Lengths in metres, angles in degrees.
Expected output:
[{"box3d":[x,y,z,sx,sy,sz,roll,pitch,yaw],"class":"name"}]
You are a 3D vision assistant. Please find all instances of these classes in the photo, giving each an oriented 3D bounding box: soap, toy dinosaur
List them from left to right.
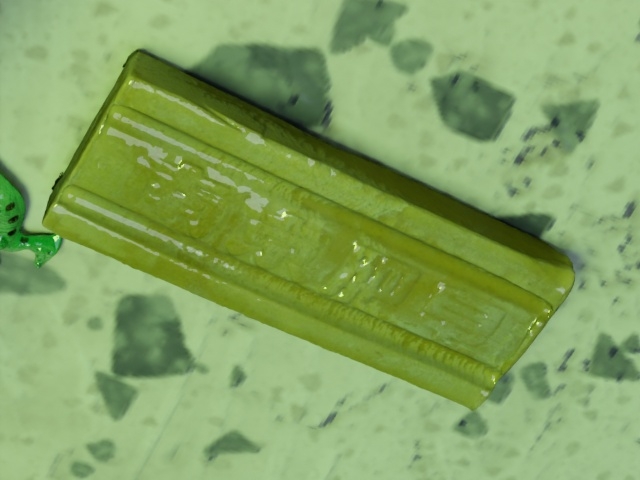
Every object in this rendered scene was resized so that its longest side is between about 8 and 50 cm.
[{"box3d":[-0.148,-0.017,0.746,0.062,0.021,0.083,12,125,-21],"class":"toy dinosaur"},{"box3d":[0.000,0.001,0.763,0.252,0.037,0.092,24,118,-19],"class":"soap"}]
